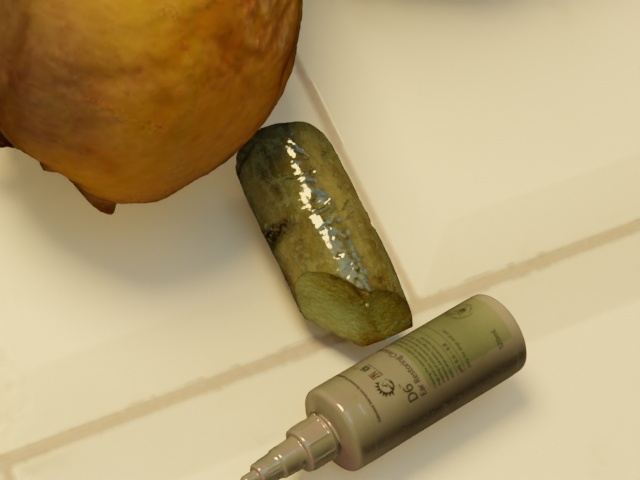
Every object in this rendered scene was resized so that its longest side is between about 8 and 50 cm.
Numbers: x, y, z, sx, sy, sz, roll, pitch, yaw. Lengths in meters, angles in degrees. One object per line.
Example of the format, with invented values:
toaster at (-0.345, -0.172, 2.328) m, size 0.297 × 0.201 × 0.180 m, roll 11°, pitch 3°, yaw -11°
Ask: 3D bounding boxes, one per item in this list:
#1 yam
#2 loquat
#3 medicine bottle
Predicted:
yam at (0.000, 0.000, 1.219) m, size 0.070 × 0.070 × 0.146 m, roll -18°, pitch 73°, yaw -23°
loquat at (-0.106, -0.140, 1.164) m, size 0.193 × 0.238 × 0.238 m, roll 29°, pitch 61°, yaw 7°
medicine bottle at (0.034, 0.099, 1.192) m, size 0.199 × 0.057 × 0.057 m, roll -28°, pitch 77°, yaw -25°
